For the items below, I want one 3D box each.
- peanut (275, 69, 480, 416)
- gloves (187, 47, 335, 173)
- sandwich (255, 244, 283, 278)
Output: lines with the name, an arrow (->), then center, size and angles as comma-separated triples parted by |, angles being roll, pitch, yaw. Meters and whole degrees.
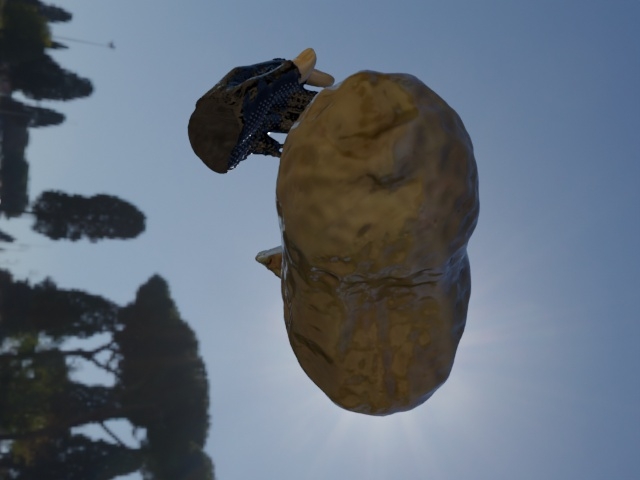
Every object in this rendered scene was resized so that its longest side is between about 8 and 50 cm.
peanut -> 0.036, 0.003, 0.625 | 0.291, 0.143, 0.159 | 85, -14, -47
gloves -> -0.058, -0.158, 0.986 | 0.106, 0.181, 0.129 | 22, -49, 34
sandwich -> 0.000, 0.000, 1.239 | 0.163, 0.113, 0.079 | -53, -167, -4
